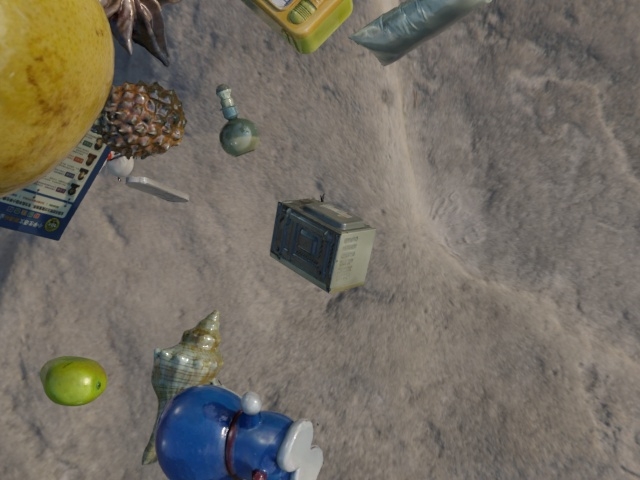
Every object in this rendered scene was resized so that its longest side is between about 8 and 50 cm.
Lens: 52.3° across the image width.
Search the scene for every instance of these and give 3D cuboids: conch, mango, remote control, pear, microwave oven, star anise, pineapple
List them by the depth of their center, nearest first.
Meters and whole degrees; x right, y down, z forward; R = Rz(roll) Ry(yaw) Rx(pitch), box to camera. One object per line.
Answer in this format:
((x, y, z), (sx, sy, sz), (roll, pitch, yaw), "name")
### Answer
((-0.358, -0.182, 0.639), (0.314, 0.314, 0.315), (0, 91, 8), "pear")
((-0.397, -0.486, 1.219), (0.109, 0.349, 0.293), (-24, 74, 35), "star anise")
((-0.489, 0.272, 1.296), (0.117, 0.163, 0.089), (-5, 102, -29), "mango")
((-0.375, -0.240, 1.310), (0.166, 0.193, 0.166), (11, 105, 49), "pineapple")
((-0.322, 0.346, 1.564), (0.203, 0.169, 0.386), (22, 103, -18), "conch")
((0.000, 0.000, 1.681), (0.240, 0.145, 0.194), (30, 120, 40), "microwave oven")
((-0.457, -0.142, 1.839), (0.077, 0.245, 0.022), (-2, 80, 22), "remote control")

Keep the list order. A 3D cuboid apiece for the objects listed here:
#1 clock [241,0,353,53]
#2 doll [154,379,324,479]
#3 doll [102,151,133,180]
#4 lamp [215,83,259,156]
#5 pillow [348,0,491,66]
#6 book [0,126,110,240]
((-0.053, -0.441, 1.139), (0.143, 0.096, 0.202), (-46, 75, 2), "clock")
((-0.124, 0.295, 0.979), (0.256, 0.161, 0.215), (3, 121, 20), "doll")
((-0.637, -0.285, 1.961), (0.143, 0.271, 0.208), (7, 94, 16), "doll")
((-0.196, -0.272, 1.464), (0.090, 0.091, 0.163), (-17, 99, 8), "lamp")
((0.181, -0.412, 1.196), (0.254, 0.144, 0.078), (-26, 75, 31), "pillow")
((-0.703, -0.210, 1.700), (0.039, 0.300, 0.428), (35, 95, 30), "book")
